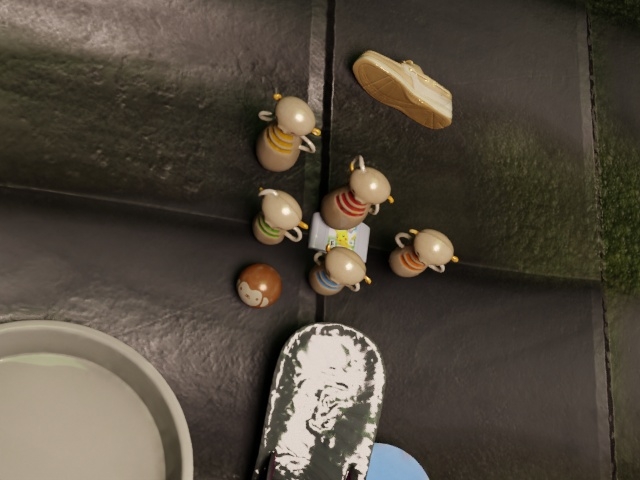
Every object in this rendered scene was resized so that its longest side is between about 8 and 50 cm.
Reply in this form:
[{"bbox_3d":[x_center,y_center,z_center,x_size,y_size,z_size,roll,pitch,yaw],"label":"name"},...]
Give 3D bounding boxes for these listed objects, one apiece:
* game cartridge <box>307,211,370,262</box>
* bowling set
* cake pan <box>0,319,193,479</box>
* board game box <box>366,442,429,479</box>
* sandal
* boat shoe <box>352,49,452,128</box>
[{"bbox_3d":[0.025,-0.006,0.906,0.083,0.017,0.056,15,69,-24],"label":"game cartridge"},{"bbox_3d":[0.000,0.000,0.799,0.287,0.154,0.200,37,71,-4],"label":"bowling set"},{"bbox_3d":[-0.268,0.219,0.646,0.293,0.054,0.293,8,61,-15],"label":"cake pan"},{"bbox_3d":[0.056,0.325,0.837,0.133,0.033,0.168,33,79,-12],"label":"board game box"},{"bbox_3d":[-0.018,0.308,0.744,0.168,0.107,0.445,7,81,-9],"label":"sandal"},{"bbox_3d":[0.118,-0.219,0.976,0.170,0.063,0.059,29,65,-29],"label":"boat shoe"}]
